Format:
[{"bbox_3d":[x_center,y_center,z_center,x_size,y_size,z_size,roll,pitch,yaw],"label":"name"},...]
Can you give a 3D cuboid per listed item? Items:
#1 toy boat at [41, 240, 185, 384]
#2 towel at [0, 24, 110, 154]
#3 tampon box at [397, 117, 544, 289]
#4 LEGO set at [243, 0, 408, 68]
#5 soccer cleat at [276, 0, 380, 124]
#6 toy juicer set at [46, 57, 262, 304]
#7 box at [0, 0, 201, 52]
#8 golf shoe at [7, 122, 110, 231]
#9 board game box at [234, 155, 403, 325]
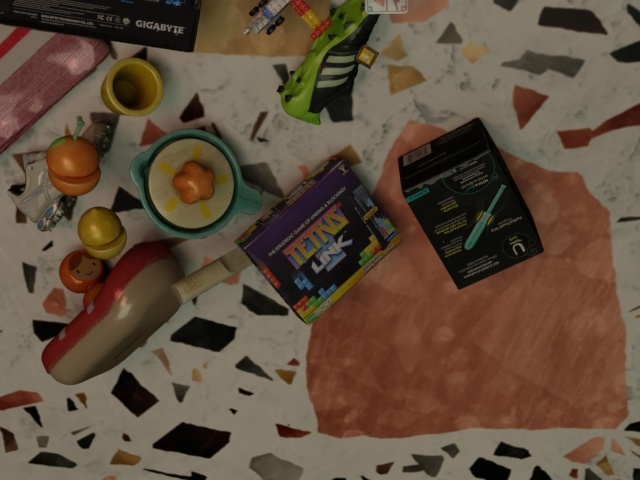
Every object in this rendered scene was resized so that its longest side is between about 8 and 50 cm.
[{"bbox_3d":[-0.294,0.076,1.186,0.231,0.151,0.151,-41,81,22],"label":"toy boat"},{"bbox_3d":[-0.441,-0.249,0.998,0.237,0.037,0.329,-38,125,15],"label":"towel"},{"bbox_3d":[0.186,-0.045,1.102,0.120,0.101,0.161,-25,116,16],"label":"tampon box"},{"bbox_3d":[0.009,-0.309,0.952,0.182,0.060,0.244,0,102,2],"label":"LEGO set"},{"bbox_3d":[0.022,-0.216,1.044,0.072,0.060,0.179,23,116,-39],"label":"soccer cleat"},{"bbox_3d":[-0.182,-0.041,1.069,0.329,0.089,0.209,46,70,-22],"label":"toy juicer set"},{"bbox_3d":[-0.254,-0.359,0.897,0.295,0.073,0.293,6,120,-12],"label":"box"},{"bbox_3d":[-0.337,-0.092,1.118,0.086,0.069,0.176,37,113,-11],"label":"golf shoe"},{"bbox_3d":[0.000,0.000,1.124,0.170,0.048,0.141,-43,115,-8],"label":"board game box"}]
